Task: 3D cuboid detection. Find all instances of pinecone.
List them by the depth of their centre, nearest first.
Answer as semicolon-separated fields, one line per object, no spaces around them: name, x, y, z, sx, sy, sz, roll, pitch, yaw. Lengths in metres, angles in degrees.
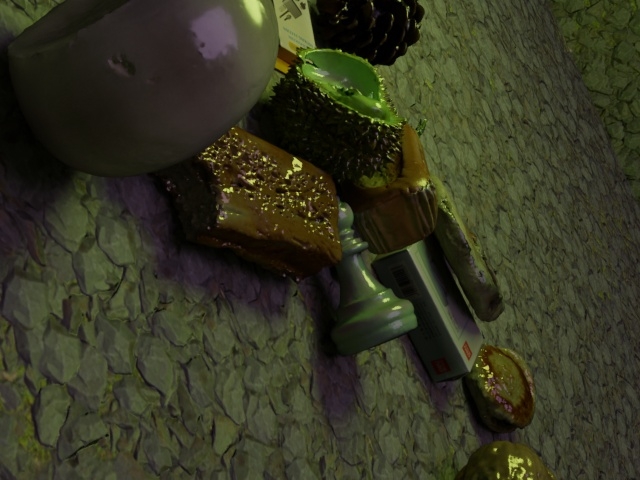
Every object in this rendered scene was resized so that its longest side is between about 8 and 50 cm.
pinecone;0.090;-0.426;2.065;0.204;0.179;0.184;15;35;-37

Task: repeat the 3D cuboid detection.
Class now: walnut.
walnut;0.314;0.456;1.856;0.198;0.198;0.245;50;37;-31

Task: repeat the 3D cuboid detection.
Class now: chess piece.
chess piece;0.046;0.035;1.719;0.139;0.139;0.272;-14;83;-61

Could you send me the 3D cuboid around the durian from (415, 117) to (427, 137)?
durian;0.147;-0.140;2.041;0.086;0.100;0.215;47;45;-41

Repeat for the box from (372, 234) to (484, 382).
box;0.201;0.114;1.993;0.269;0.079;0.135;62;29;-12

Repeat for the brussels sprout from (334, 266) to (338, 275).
brussels sprout;0.046;0.030;1.815;0.051;0.046;0.083;78;7;-51

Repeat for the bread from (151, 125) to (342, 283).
bread;-0.112;-0.057;1.541;0.380;0.109;0.185;23;61;-51

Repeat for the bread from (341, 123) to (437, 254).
bread;0.116;-0.096;1.856;0.288;0.152;0.119;-94;161;-61

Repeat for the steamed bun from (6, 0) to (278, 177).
steamed bun;-0.194;-0.201;1.268;0.206;0.324;0.324;60;29;-25

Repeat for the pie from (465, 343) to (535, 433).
pie;0.358;0.286;2.147;0.205;0.084;0.179;17;58;-52

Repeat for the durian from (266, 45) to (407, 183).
durian;0.023;-0.196;1.752;0.200;0.176;0.237;8;40;-49

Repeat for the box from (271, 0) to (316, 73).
box;-0.060;-0.402;1.926;0.129;0.033;0.247;19;56;-56

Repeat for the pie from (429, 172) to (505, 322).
pie;0.257;0.002;2.080;0.338;0.075;0.337;58;10;-15
